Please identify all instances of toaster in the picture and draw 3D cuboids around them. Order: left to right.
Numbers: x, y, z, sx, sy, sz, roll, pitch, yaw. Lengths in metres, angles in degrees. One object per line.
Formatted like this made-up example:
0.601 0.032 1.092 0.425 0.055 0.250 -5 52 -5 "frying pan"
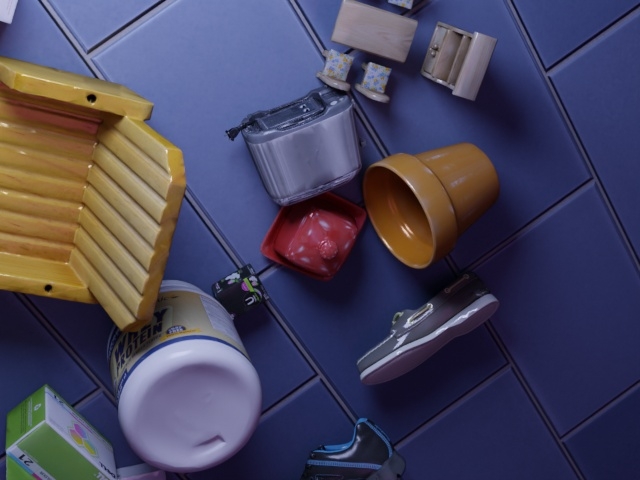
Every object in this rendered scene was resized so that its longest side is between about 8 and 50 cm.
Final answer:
-0.035 -0.157 1.652 0.226 0.129 0.147 -23 117 -8 "toaster"

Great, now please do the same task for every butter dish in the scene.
0.000 0.000 1.728 0.160 0.118 0.160 25 102 -24 "butter dish"

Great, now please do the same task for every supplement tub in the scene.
-0.236 0.213 1.624 0.228 0.316 0.228 -6 112 -15 "supplement tub"

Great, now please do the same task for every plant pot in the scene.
0.209 -0.080 1.733 0.187 0.205 0.205 -28 117 -23 "plant pot"

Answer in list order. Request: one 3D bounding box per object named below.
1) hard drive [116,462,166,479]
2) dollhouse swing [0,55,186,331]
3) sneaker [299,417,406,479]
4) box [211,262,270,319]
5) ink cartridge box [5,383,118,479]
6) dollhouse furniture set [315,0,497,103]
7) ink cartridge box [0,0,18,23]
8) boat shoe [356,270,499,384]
-0.386 0.583 1.875 0.202 0.040 0.308 -9 112 -14 "hard drive"
-0.403 -0.058 1.477 0.315 0.305 0.347 11 107 -21 "dollhouse swing"
-0.002 0.487 1.936 0.340 0.125 0.140 -34 89 0 "sneaker"
-0.145 0.093 1.755 0.083 0.052 0.062 -30 115 -4 "box"
-0.440 0.392 1.663 0.097 0.255 0.189 -39 117 0 "ink cartridge box"
0.143 -0.331 1.621 0.242 0.161 0.212 12 106 -21 "dollhouse furniture set"
-0.535 -0.381 1.421 0.180 0.104 0.060 15 106 -21 "ink cartridge box"
0.194 0.171 1.871 0.305 0.091 0.109 -32 153 -1 "boat shoe"
